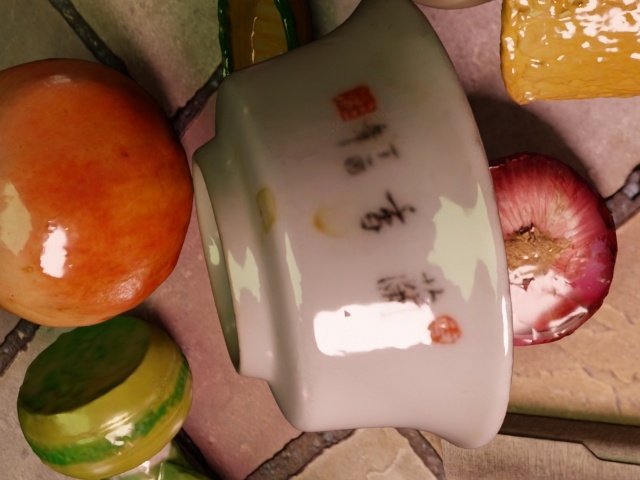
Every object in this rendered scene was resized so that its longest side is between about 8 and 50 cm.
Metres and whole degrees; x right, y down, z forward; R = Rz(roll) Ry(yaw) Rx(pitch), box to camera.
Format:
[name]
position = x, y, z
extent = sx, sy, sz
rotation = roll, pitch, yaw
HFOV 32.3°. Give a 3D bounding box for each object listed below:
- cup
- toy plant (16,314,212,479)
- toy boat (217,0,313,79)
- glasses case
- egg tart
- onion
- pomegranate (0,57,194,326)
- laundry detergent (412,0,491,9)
[cup]
position = 0.000, 0.000, 0.817
extent = 0.347, 0.163, 0.347
rotation = 168, 90, -80
[toy plant]
position = -0.186, 0.251, 1.216
extent = 0.224, 0.184, 0.316
rotation = 6, 130, 40
[toy boat]
position = -0.058, -0.168, 0.951
extent = 0.089, 0.088, 0.229
rotation = 18, 121, 30
[glasses case]
position = 0.204, 0.194, 0.954
extent = 0.205, 0.047, 0.071
rotation = 1, 110, 37
[egg tart]
position = 0.206, -0.177, 0.703
extent = 0.147, 0.202, 0.202
rotation = 11, 118, 16
[onion]
position = 0.153, 0.005, 0.878
extent = 0.150, 0.140, 0.150
rotation = 0, 95, -5
[pomegranate]
position = -0.259, -0.043, 1.041
extent = 0.229, 0.270, 0.252
rotation = 9, 109, 42
[laundry detergent]
position = 0.047, -0.273, 0.822
extent = 0.253, 0.091, 0.181
rotation = 17, 114, 30
